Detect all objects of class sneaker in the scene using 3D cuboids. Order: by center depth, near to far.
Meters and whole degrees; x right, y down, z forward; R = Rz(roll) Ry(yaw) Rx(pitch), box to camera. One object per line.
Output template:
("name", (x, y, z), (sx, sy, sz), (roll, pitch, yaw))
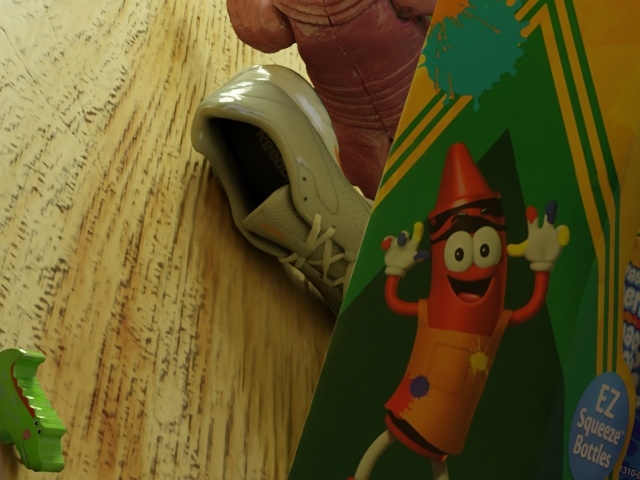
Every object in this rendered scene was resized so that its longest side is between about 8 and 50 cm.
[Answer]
("sneaker", (0.000, 0.000, 1.067), (0.262, 0.099, 0.121), (49, 25, 4))

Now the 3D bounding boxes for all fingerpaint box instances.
("fingerpaint box", (0.206, 0.050, 1.036), (0.445, 0.163, 0.371), (31, 74, -53))

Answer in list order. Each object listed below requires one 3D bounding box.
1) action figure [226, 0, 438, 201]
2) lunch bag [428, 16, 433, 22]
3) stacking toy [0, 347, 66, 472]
("action figure", (0.033, -0.119, 1.164), (0.370, 0.248, 0.276), (54, 34, -44))
("lunch bag", (0.041, -0.330, 1.711), (0.221, 0.138, 0.293), (36, 14, -43))
("stacking toy", (-0.189, -0.009, 0.647), (0.167, 0.052, 0.221), (18, 42, -62))
